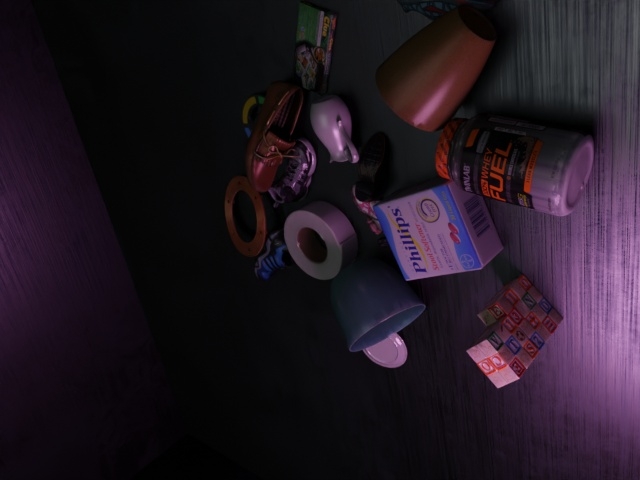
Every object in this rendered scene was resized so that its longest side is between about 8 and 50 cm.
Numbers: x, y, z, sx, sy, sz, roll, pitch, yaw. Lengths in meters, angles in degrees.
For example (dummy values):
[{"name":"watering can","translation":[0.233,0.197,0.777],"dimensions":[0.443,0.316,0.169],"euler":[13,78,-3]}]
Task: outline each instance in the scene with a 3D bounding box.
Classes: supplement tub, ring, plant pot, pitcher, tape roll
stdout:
[{"name":"supplement tub","translation":[0.473,-0.197,1.415],"dimensions":[0.338,0.207,0.207],"euler":[20,128,36]},{"name":"ring","translation":[-0.304,-0.099,2.339],"dimensions":[0.337,0.032,0.336],"euler":[19,114,51]},{"name":"plant pot","translation":[0.301,-0.443,1.410],"dimensions":[0.237,0.237,0.254],"euler":[51,138,8]},{"name":"pitcher","translation":[0.054,-0.344,1.791],"dimensions":[0.178,0.126,0.207],"euler":[29,143,63]},{"name":"tape roll","translation":[0.000,0.000,2.102],"dimensions":[0.286,0.100,0.286],"euler":[24,130,33]},{"name":"plant pot","translation":[0.169,0.200,1.934],"dimensions":[0.235,0.293,0.293],"euler":[60,143,22]}]

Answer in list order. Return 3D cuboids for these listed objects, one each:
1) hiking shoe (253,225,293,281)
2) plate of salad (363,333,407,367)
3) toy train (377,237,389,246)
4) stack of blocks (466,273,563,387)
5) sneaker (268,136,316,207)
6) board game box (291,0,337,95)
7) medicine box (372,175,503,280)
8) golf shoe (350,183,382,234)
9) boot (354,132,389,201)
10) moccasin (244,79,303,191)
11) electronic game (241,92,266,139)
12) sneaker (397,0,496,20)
[{"name":"hiking shoe","translation":[-0.183,0.085,2.330],"dimensions":[0.132,0.113,0.304],"euler":[43,138,18]},{"name":"plate of salad","translation":[0.239,0.394,2.157],"dimensions":[0.200,0.048,0.199],"euler":[17,126,25]},{"name":"toy train","translation":[0.254,-0.001,1.901],"dimensions":[0.158,0.027,0.036],"euler":[-14,108,49]},{"name":"stack of blocks","translation":[0.525,0.243,1.575],"dimensions":[0.171,0.297,0.087],"euler":[50,140,8]},{"name":"sneaker","translation":[-0.106,-0.228,2.019],"dimensions":[0.101,0.153,0.268],"euler":[35,135,24]},{"name":"board game box","translation":[-0.023,-0.601,1.794],"dimensions":[0.136,0.030,0.259],"euler":[35,135,28]},{"name":"medicine box","translation":[0.344,-0.041,1.691],"dimensions":[0.289,0.149,0.263],"euler":[-16,103,48]},{"name":"golf shoe","translation":[0.171,-0.116,1.894],"dimensions":[0.086,0.067,0.186],"euler":[-36,84,21]},{"name":"boot","translation":[0.171,-0.225,1.808],"dimensions":[0.082,0.106,0.219],"euler":[18,95,27]},{"name":"moccasin","translation":[-0.147,-0.342,1.924],"dimensions":[0.147,0.139,0.380],"euler":[29,100,41]},{"name":"electronic game","translation":[-0.204,-0.420,2.076],"dimensions":[0.229,0.048,0.229],"euler":[24,129,33]},{"name":"sneaker","translation":[0.312,-0.607,1.422],"dimensions":[0.262,0.104,0.125],"euler":[20,161,23]}]
